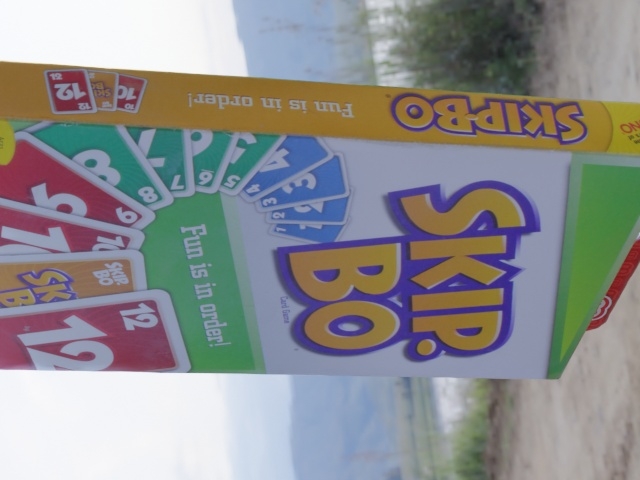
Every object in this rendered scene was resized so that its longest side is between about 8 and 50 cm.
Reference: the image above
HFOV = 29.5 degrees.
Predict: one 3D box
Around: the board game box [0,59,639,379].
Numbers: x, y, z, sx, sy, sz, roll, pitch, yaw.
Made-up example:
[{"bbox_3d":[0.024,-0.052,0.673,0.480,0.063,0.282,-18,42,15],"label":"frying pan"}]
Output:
[{"bbox_3d":[0.000,0.000,0.422,0.124,0.259,0.039,105,160,-46],"label":"board game box"}]
